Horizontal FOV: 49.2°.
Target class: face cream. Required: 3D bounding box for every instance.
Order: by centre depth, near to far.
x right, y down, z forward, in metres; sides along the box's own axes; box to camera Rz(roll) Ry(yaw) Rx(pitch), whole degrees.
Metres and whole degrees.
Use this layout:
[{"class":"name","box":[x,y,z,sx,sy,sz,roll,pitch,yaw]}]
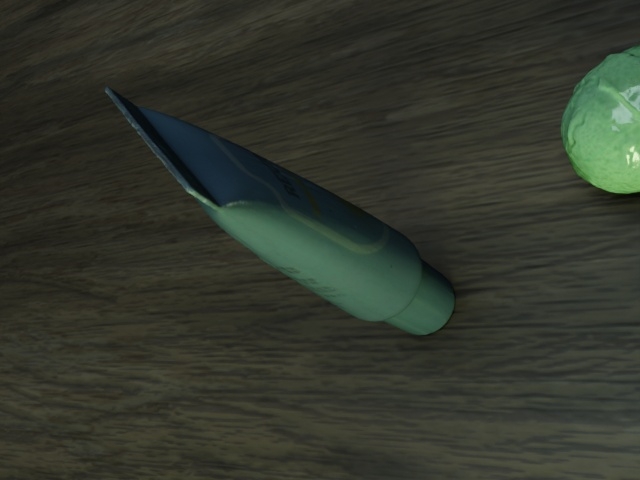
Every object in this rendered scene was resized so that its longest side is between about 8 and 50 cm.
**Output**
[{"class":"face cream","box":[0.000,0.000,0.564,0.086,0.385,0.135,-50,50,8]}]

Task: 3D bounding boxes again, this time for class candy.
[{"class":"candy","box":[0.384,-0.201,0.564,0.440,0.119,0.119,-40,53,8]}]
